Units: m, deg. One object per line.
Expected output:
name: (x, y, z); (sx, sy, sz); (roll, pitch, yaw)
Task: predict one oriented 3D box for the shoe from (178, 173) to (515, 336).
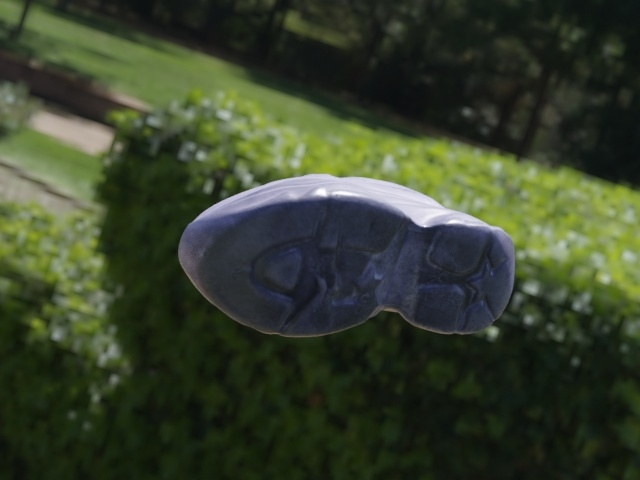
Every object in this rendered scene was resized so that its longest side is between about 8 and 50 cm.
shoe: (0.000, 0.000, 1.191); (0.245, 0.095, 0.137); (5, 13, -40)
